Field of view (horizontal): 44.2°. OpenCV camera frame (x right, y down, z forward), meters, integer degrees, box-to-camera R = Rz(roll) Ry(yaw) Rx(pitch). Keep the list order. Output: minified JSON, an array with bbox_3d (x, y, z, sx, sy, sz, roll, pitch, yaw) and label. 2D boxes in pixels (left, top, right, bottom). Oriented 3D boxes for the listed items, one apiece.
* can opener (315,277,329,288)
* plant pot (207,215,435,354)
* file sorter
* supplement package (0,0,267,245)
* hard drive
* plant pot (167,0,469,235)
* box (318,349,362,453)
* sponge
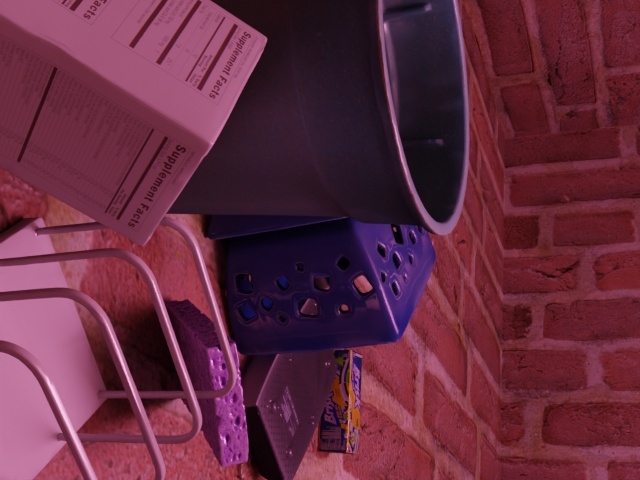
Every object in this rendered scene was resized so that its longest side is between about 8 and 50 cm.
[{"bbox_3d":[-0.009,-0.046,1.238,0.095,0.076,0.283,-72,151,-42],"label":"can opener"},{"bbox_3d":[0.000,0.000,1.056,0.236,0.236,0.212,-54,130,-57],"label":"plant pot"},{"bbox_3d":[-0.208,0.119,0.585,0.278,0.173,0.193,-53,134,-58],"label":"file sorter"},{"bbox_3d":[-0.186,-0.132,0.563,0.244,0.139,0.134,31,46,-14],"label":"supplement package"},{"bbox_3d":[-0.045,0.206,1.133,0.255,0.054,0.172,-61,142,-53],"label":"hard drive"},{"bbox_3d":[-0.043,-0.165,0.823,0.341,0.334,0.341,-4,90,-69],"label":"plant pot"},{"bbox_3d":[0.034,0.270,1.321,0.059,0.054,0.169,36,54,-62],"label":"box"},{"bbox_3d":[-0.121,0.138,0.816,0.210,0.031,0.117,-161,-117,-67],"label":"sponge"}]
